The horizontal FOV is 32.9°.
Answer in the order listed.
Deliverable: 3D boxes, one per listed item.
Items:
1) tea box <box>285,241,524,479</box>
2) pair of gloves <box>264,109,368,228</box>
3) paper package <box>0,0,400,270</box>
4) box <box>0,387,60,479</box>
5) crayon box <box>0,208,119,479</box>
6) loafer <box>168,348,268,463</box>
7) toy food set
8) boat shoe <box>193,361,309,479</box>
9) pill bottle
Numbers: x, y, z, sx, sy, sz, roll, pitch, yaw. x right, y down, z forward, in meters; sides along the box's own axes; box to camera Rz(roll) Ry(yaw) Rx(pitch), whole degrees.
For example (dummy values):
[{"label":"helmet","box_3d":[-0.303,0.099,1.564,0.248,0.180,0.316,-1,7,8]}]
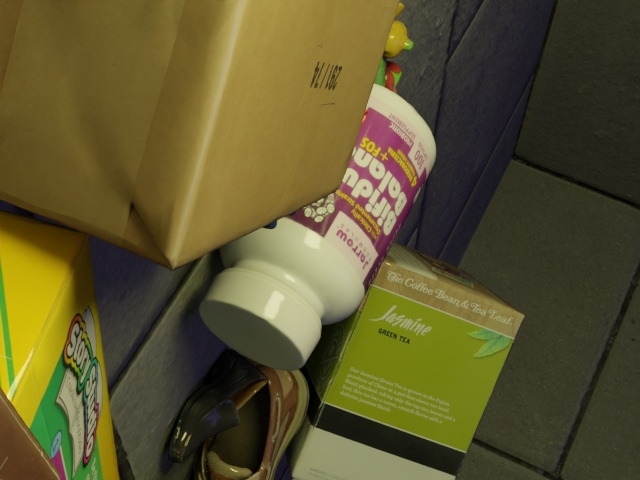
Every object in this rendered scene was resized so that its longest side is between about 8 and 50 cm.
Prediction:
[{"label":"tea box","box_3d":[0.096,0.179,1.572,0.329,0.219,0.324,-132,-116,-79]},{"label":"pair of gloves","box_3d":[-0.059,-0.069,0.938,0.198,0.159,0.023,-52,132,-35]},{"label":"paper package","box_3d":[-0.063,-0.170,0.697,0.325,0.168,0.310,-31,140,-67]},{"label":"box","box_3d":[-0.228,0.033,0.332,0.143,0.191,0.381,-60,165,-27]},{"label":"crayon box","box_3d":[-0.228,0.209,0.676,0.363,0.106,0.313,98,5,-50]},{"label":"loafer","box_3d":[-0.124,0.204,1.306,0.170,0.061,0.062,-56,164,-38]},{"label":"toy food set","box_3d":[0.081,-0.205,1.412,0.128,0.071,0.218,-53,161,-47]},{"label":"boat shoe","box_3d":[-0.119,0.305,1.408,0.116,0.123,0.325,29,77,-70]},{"label":"pill bottle","box_3d":[-0.005,-0.017,1.173,0.169,0.169,0.302,89,26,-60]}]
